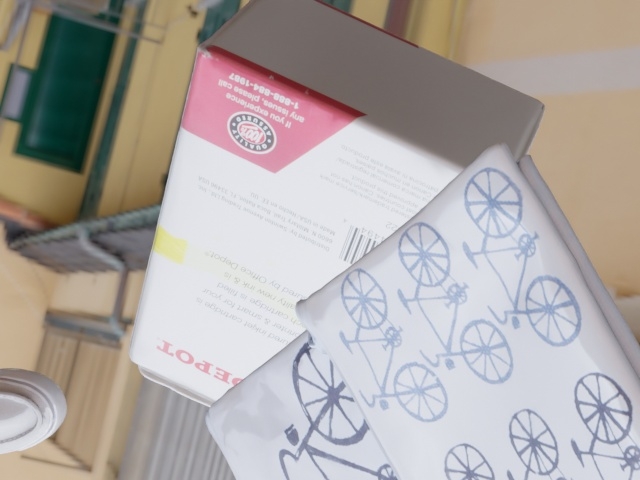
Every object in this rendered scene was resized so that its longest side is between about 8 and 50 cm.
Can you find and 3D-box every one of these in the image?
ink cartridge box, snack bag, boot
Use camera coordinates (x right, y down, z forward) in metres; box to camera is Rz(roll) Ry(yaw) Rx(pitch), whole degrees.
[{"bbox_3d":[0.000,0.000,1.122,0.279,0.160,0.384,25,129,6],"label":"ink cartridge box"},{"bbox_3d":[0.068,0.165,0.630,0.037,0.323,0.342,-17,164,-41],"label":"snack bag"},{"bbox_3d":[-0.396,0.206,1.236,0.258,0.095,0.123,-13,-165,21],"label":"boot"}]
